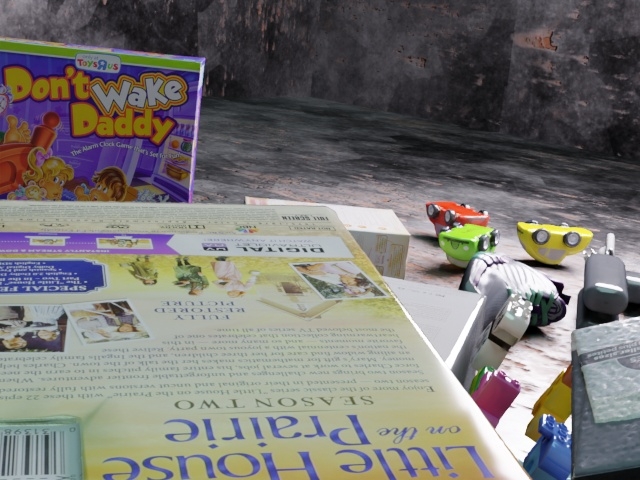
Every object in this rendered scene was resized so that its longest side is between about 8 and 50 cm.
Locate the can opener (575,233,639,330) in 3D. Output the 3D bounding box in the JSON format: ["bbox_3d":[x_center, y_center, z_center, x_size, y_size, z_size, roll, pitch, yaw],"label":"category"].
[{"bbox_3d":[0.327,0.052,1.227,0.093,0.074,0.280,11,13,16],"label":"can opener"}]

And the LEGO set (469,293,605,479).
[{"bbox_3d":[0.152,0.094,0.753,0.087,0.093,0.227,33,21,4],"label":"LEGO set"}]

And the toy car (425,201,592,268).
[{"bbox_3d":[0.214,0.001,1.448,0.239,0.053,0.225,12,14,28],"label":"toy car"}]

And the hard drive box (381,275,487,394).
[{"bbox_3d":[0.021,0.093,0.851,0.181,0.089,0.232,10,13,14],"label":"hard drive box"}]

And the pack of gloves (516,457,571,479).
[{"bbox_3d":[0.233,0.182,0.715,0.195,0.046,0.232,-14,18,-28],"label":"pack of gloves"}]

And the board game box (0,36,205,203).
[{"bbox_3d":[-0.312,-0.104,1.233,0.347,0.233,0.078,5,12,-4],"label":"board game box"}]

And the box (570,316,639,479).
[{"bbox_3d":[0.259,0.108,0.546,0.247,0.142,0.163,-13,18,16],"label":"box"}]

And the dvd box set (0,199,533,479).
[{"bbox_3d":[-0.092,0.068,0.630,0.308,0.062,0.420,0,20,-14],"label":"dvd box set"}]

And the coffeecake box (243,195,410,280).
[{"bbox_3d":[0.000,0.000,1.304,0.186,0.068,0.142,5,13,-6],"label":"coffeecake box"}]

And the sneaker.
[{"bbox_3d":[0.201,0.057,1.132,0.098,0.083,0.224,16,14,18],"label":"sneaker"}]
